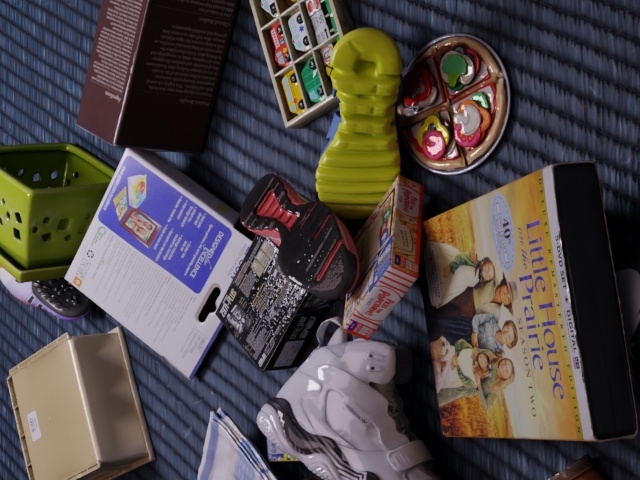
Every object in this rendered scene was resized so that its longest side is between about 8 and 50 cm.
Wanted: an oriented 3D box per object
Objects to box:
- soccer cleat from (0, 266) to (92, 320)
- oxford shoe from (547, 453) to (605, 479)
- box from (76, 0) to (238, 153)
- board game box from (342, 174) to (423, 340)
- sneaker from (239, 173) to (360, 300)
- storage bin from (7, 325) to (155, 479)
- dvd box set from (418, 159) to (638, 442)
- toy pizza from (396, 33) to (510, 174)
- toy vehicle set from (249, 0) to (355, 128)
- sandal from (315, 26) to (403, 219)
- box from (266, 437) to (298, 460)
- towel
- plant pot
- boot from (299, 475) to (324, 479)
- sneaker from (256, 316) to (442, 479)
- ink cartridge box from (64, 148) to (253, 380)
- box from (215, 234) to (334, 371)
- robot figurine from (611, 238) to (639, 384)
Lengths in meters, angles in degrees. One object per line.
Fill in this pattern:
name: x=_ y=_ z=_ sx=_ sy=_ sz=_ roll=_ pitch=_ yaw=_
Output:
soccer cleat: x=-0.555 y=0.092 z=2.288 sx=0.318 sy=0.109 sz=0.116 roll=32 pitch=132 yaw=37
oxford shoe: x=0.290 y=0.365 z=1.494 sx=0.212 sy=0.076 sz=0.076 roll=-45 pitch=71 yaw=34
box: x=-0.265 y=-0.349 z=1.939 sx=0.143 sy=0.191 sz=0.381 roll=27 pitch=107 yaw=42
board game box: x=0.088 y=0.022 z=1.613 sx=0.146 sy=0.045 sz=0.193 roll=-55 pitch=17 yaw=40
sneaker: x=0.000 y=-0.001 z=1.694 sx=0.116 sy=0.136 sz=0.314 roll=-55 pitch=35 yaw=9
storage bin: x=-0.466 y=0.334 z=2.176 sx=0.260 sy=0.123 sz=0.262 roll=-31 pitch=69 yaw=40
dvd box set: x=0.235 y=0.094 z=1.416 sx=0.420 sy=0.062 sz=0.307 roll=154 pitch=109 yaw=-72
toy pizza: x=0.181 y=-0.194 z=1.621 sx=0.201 sy=0.032 sz=0.201 roll=0 pitch=90 yaw=44
toy vehicle set: x=-0.023 y=-0.330 z=1.812 sx=0.166 sy=0.035 sz=0.266 roll=-29 pitch=71 yaw=40
sandal: x=0.066 y=-0.177 z=1.673 sx=0.126 sy=0.138 sz=0.317 roll=10 pitch=121 yaw=0
box: x=-0.007 y=0.313 z=1.780 sx=0.169 sy=0.059 sz=0.054 roll=-11 pitch=84 yaw=43
towel: x=-0.110 y=0.433 z=1.859 sx=0.285 sy=0.034 sz=0.209 roll=46 pitch=139 yaw=33
plant pot: x=-0.522 y=-0.049 z=2.165 sx=0.227 sy=0.228 sz=0.207 roll=32 pitch=117 yaw=38
boot: x=-0.005 y=0.368 z=1.740 sx=0.106 sy=0.114 sz=0.037 roll=-42 pitch=61 yaw=33
sneaker: x=0.101 y=0.266 z=1.616 sx=0.366 sy=0.137 sz=0.210 roll=29 pitch=93 yaw=20
ink cartridge box: x=-0.268 y=0.037 z=2.000 sx=0.307 sy=0.072 sz=0.303 roll=36 pitch=116 yaw=10
box: x=-0.069 y=0.094 z=1.827 sx=0.147 sy=0.078 sz=0.180 roll=45 pitch=119 yaw=33
robot figurine: x=0.421 y=0.096 z=1.303 sx=0.278 sy=0.209 sz=0.173 roll=23 pitch=78 yaw=42
